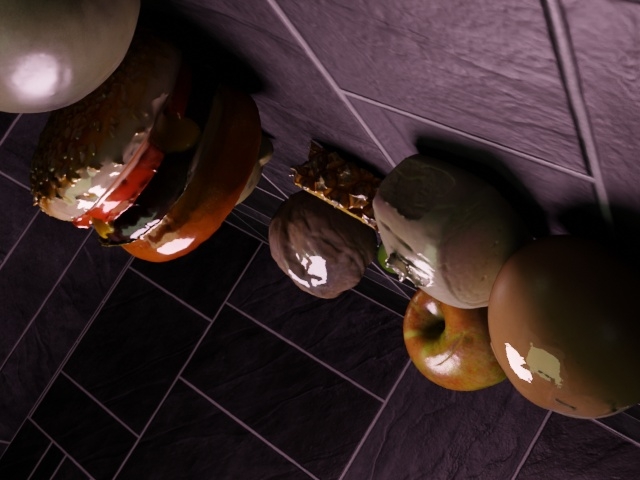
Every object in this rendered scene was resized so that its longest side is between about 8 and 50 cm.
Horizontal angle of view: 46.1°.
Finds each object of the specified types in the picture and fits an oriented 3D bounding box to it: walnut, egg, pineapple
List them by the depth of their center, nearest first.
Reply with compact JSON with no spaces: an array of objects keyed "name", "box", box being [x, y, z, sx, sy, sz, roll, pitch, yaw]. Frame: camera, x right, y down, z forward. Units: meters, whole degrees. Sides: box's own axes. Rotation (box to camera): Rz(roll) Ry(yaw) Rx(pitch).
[{"name":"egg","box":[0.295,0.096,0.870,0.201,0.201,0.244,22,154,54]},{"name":"pineapple","box":[0.073,-0.067,1.195,0.233,0.079,0.135,29,-176,-29]},{"name":"walnut","box":[0.000,0.000,1.469,0.224,0.224,0.224,31,173,4]}]

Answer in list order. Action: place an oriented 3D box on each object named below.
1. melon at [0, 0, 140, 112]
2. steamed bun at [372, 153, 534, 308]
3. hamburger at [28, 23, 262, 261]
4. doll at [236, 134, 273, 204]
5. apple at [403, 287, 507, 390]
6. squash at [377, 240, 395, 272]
[{"name":"melon","box":[-0.322,-0.260,0.793,0.272,0.271,0.308,32,-179,-5]},{"name":"steamed bun","box":[0.162,0.006,0.958,0.170,0.152,0.239,34,173,42]},{"name":"hamburger","box":[-0.270,-0.143,1.116,0.250,0.329,0.330,32,174,-36]},{"name":"doll","box":[-0.224,-0.162,1.379,0.261,0.177,0.161,31,169,26]},{"name":"apple","box":[0.297,0.178,1.504,0.226,0.246,0.246,13,-175,-37]},{"name":"squash","box":[0.154,0.023,1.422,0.082,0.082,0.292,32,174,-3]}]
